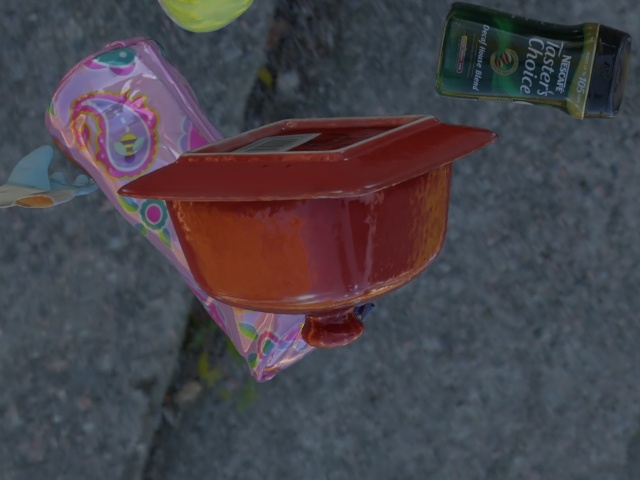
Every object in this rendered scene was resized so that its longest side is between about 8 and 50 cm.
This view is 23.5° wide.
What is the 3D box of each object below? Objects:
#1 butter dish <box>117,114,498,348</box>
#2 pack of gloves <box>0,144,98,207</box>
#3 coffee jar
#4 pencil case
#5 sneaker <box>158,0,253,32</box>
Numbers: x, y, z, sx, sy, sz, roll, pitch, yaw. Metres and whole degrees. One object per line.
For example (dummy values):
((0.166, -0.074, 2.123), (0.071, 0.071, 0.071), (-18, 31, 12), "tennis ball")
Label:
((0.000, 0.000, 0.827), (0.160, 0.159, 0.118), (-26, 113, -54), "butter dish")
((-0.306, -0.060, 1.373), (0.195, 0.232, 0.046), (1, 96, 4), "pack of gloves")
((0.209, -0.175, 1.508), (0.184, 0.079, 0.096), (10, 97, 9), "coffee jar")
((-0.086, -0.028, 1.185), (0.124, 0.284, 0.124), (-40, 169, -10), "pencil case")
((-0.069, -0.280, 1.341), (0.145, 0.147, 0.385), (-3, 157, -20), "sneaker")
